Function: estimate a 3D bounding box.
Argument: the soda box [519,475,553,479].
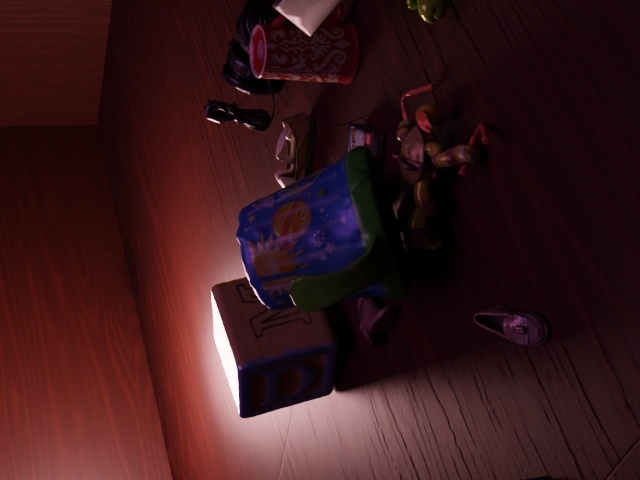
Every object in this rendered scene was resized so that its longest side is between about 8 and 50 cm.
[{"bbox_3d":[0.242,0.347,1.278,0.169,0.060,0.053,134,129,-62],"label":"soda box"}]

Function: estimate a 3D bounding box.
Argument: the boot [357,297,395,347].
[{"bbox_3d":[0.089,0.121,1.647,0.118,0.042,0.087,111,150,-45],"label":"boot"}]

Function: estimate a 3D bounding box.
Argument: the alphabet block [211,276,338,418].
[{"bbox_3d":[-0.090,0.191,1.855,0.192,0.193,0.197,97,156,-50],"label":"alphabet block"}]

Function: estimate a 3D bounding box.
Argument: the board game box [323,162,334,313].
[{"bbox_3d":[0.014,-0.001,1.829,0.136,0.030,0.260,-119,33,-42],"label":"board game box"}]

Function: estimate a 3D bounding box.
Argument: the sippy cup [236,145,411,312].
[{"bbox_3d":[0.000,0.000,1.486,0.305,0.224,0.240,35,-141,-75],"label":"sippy cup"}]

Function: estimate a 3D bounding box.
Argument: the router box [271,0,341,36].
[{"bbox_3d":[0.069,-0.452,1.368,0.243,0.081,0.309,-57,10,-23],"label":"router box"}]

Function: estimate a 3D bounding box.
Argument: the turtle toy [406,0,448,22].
[{"bbox_3d":[0.146,-0.369,1.374,0.066,0.095,0.130,-9,86,47],"label":"turtle toy"}]

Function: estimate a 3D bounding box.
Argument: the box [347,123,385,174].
[{"bbox_3d":[0.075,-0.124,1.657,0.094,0.027,0.137,-148,57,-62],"label":"box"}]

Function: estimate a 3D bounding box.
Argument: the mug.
[{"bbox_3d":[-0.032,-0.346,1.695,0.113,0.169,0.150,178,88,-69],"label":"mug"}]

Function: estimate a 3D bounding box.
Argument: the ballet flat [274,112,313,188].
[{"bbox_3d":[-0.058,-0.151,1.928,0.073,0.067,0.206,-142,52,-61],"label":"ballet flat"}]

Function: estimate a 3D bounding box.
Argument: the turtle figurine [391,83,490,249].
[{"bbox_3d":[0.151,-0.101,1.392,0.269,0.087,0.218,-139,49,-60],"label":"turtle figurine"}]

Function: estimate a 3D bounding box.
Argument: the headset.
[{"bbox_3d":[-0.141,-0.386,1.939,0.243,0.185,0.394,120,152,-55],"label":"headset"}]

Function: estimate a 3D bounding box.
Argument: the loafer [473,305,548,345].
[{"bbox_3d":[0.244,0.111,1.260,0.125,0.039,0.045,-166,75,-67],"label":"loafer"}]
